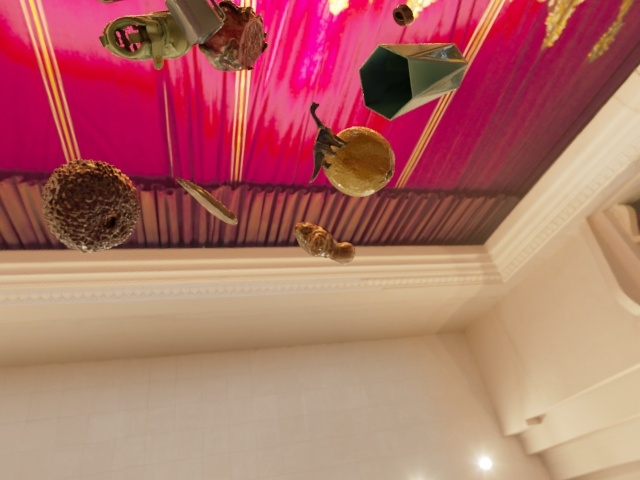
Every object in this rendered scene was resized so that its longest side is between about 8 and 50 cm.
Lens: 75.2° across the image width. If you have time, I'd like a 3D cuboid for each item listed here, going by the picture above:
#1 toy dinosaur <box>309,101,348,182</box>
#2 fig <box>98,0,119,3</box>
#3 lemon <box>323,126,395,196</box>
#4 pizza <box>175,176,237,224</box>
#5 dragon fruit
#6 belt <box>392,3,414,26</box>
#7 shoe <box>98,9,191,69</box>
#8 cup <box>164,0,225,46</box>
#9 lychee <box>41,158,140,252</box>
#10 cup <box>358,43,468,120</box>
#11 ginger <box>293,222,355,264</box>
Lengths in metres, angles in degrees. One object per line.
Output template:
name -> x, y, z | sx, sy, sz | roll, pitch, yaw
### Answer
toy dinosaur -> -0.018, -0.332, 1.406 | 0.188, 0.075, 0.248 | 34, -94, 9
fig -> -0.528, -0.762, 1.082 | 0.314, 0.233, 0.233 | -5, -138, 29
lemon -> 0.149, -0.307, 1.627 | 0.293, 0.293, 0.293 | 8, -129, -10
pizza -> -0.407, -0.144, 1.494 | 0.262, 0.181, 0.034 | 42, -105, -21
dragon fruit -> -0.259, -0.653, 1.328 | 0.147, 0.211, 0.282 | 16, -137, 20
belt -> 0.263, -0.717, 1.319 | 0.036, 0.059, 0.083 | -26, -135, -8
shoe -> -0.505, -0.591, 1.227 | 0.262, 0.140, 0.128 | -8, -141, -10
cup -> -0.324, -0.609, 1.112 | 0.128, 0.095, 0.129 | -45, -64, -25
lychee -> -0.642, -0.109, 1.148 | 0.271, 0.271, 0.271 | 8, -129, -10
cup -> 0.215, -0.356, 0.905 | 0.235, 0.148, 0.134 | -25, -154, -35
ginger -> -0.010, -0.005, 0.840 | 0.133, 0.059, 0.214 | 20, -173, -33
